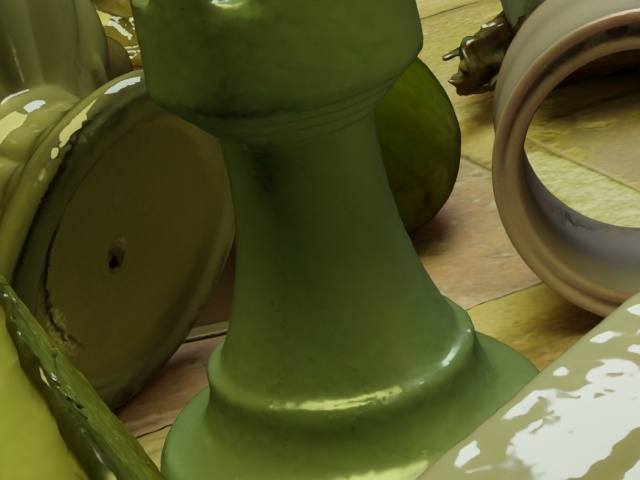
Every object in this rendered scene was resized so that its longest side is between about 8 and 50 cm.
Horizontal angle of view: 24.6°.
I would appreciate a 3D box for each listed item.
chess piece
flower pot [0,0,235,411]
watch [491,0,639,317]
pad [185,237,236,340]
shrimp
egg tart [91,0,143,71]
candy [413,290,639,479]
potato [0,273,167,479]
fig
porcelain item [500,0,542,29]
[{"bbox_3d":[0.000,0.000,0.668,0.194,0.299,0.194,-9,23,4],"label":"chess piece"},{"bbox_3d":[-0.198,-0.031,0.878,0.244,0.307,0.307,25,38,26],"label":"flower pot"},{"bbox_3d":[0.222,-0.052,0.860,0.217,0.248,0.211,-32,18,20],"label":"watch"},{"bbox_3d":[-0.166,0.045,1.017,0.266,0.002,0.176,-12,23,-1],"label":"pad"},{"bbox_3d":[0.224,-0.173,1.252,0.168,0.077,0.317,14,31,40],"label":"shrimp"},{"bbox_3d":[-0.203,-0.208,1.441,0.252,0.098,0.232,-6,13,-31],"label":"egg tart"},{"bbox_3d":[0.209,0.095,0.555,0.208,0.145,0.358,12,33,40],"label":"candy"},{"bbox_3d":[-0.134,0.192,0.468,0.280,0.213,0.330,-36,39,-11],"label":"potato"},{"bbox_3d":[-0.003,-0.075,1.015,0.181,0.191,0.181,-19,50,25],"label":"fig"},{"bbox_3d":[0.350,-0.251,1.173,0.405,0.179,0.243,-1,35,-3],"label":"porcelain item"}]
